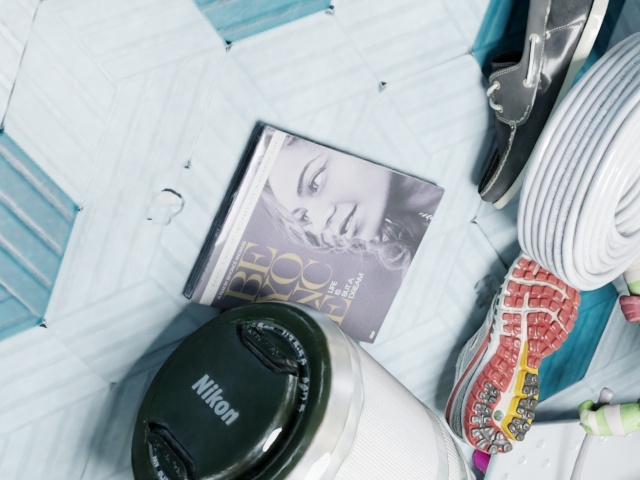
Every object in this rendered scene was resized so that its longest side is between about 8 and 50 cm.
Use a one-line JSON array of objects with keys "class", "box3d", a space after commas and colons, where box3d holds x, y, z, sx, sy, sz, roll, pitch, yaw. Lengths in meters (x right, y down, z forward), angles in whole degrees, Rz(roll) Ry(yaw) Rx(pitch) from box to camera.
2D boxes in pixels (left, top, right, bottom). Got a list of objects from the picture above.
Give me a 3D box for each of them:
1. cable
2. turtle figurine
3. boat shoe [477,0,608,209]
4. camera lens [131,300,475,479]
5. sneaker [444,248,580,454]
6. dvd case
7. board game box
[{"class": "cable", "box3d": [0.284, -0.078, 1.287, 0.257, 0.089, 0.257, -46, 151, -19]}, {"class": "turtle figurine", "box3d": [0.347, 0.139, 1.449, 0.197, 0.275, 0.266, -8, 78, -6]}, {"class": "boat shoe", "box3d": [0.188, -0.141, 1.264, 0.079, 0.084, 0.233, 19, 112, -2]}, {"class": "camera lens", "box3d": [-0.010, 0.197, 1.185, 0.219, 0.219, 0.274, -50, 131, -4]}, {"class": "sneaker", "box3d": [0.182, 0.098, 1.371, 0.088, 0.092, 0.225, 31, 78, -22]}, {"class": "dvd case", "box3d": [0.000, 0.000, 1.225, 0.221, 0.018, 0.165, 16, 103, -40]}, {"class": "board game box", "box3d": [0.291, 0.367, 1.600, 0.389, 0.050, 0.390, 1, 113, -35]}]
